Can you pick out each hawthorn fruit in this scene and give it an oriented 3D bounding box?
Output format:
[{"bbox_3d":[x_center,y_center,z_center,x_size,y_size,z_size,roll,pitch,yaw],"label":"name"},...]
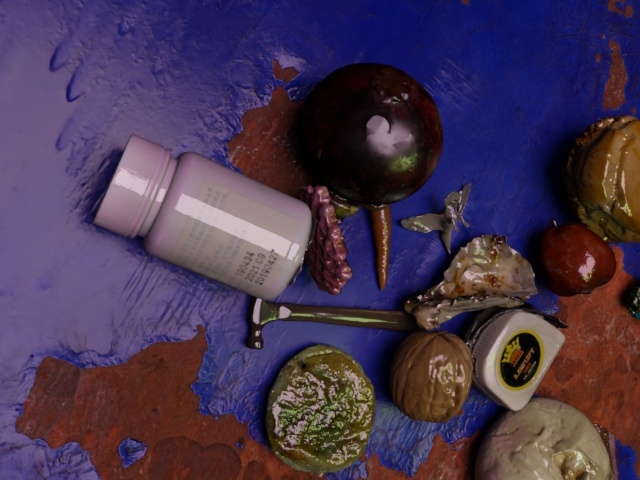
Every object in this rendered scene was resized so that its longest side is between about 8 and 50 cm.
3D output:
[{"bbox_3d":[0.629,0.037,1.802,0.185,0.185,0.202,-26,84,-23],"label":"hawthorn fruit"}]

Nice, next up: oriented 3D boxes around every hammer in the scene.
[{"bbox_3d":[0.048,0.171,1.596,0.439,0.044,0.169,8,88,-25],"label":"hammer"}]

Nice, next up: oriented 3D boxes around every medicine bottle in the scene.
[{"bbox_3d":[-0.218,-0.043,1.371,0.378,0.213,0.214,24,79,-18],"label":"medicine bottle"}]

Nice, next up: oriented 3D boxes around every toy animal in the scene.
[{"bbox_3d":[0.300,-0.035,1.688,0.219,0.095,0.155,-20,94,-23],"label":"toy animal"}]

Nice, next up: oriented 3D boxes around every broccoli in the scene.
[{"bbox_3d":[0.925,0.171,1.948,0.154,0.160,0.167,-43,120,9],"label":"broccoli"}]

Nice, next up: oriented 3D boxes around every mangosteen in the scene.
[{"bbox_3d":[0.093,-0.200,1.518,0.305,0.360,0.306,11,52,-15],"label":"mangosteen"}]

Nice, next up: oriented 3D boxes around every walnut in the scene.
[{"bbox_3d":[0.246,0.306,1.609,0.213,0.213,0.214,0,90,-25],"label":"walnut"}]

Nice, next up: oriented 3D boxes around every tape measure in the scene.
[{"bbox_3d":[0.455,0.244,1.738,0.231,0.133,0.271,44,78,-28],"label":"tape measure"}]

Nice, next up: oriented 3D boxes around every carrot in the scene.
[{"bbox_3d":[0.140,0.009,1.642,0.048,0.048,0.216,-6,98,-25],"label":"carrot"}]

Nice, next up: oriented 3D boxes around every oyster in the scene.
[{"bbox_3d":[0.354,0.115,1.663,0.336,0.198,0.133,-24,143,-30],"label":"oyster"}]

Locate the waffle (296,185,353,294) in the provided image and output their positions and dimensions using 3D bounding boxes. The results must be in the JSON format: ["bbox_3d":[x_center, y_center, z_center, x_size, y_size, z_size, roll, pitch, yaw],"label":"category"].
[{"bbox_3d":[0.000,0.000,1.476,0.055,0.221,0.235,-17,89,-17],"label":"waffle"}]

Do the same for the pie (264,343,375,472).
[{"bbox_3d":[0.005,0.368,1.554,0.276,0.078,0.277,0,91,-27],"label":"pie"}]

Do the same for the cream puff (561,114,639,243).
[{"bbox_3d":[0.744,-0.151,1.822,0.342,0.231,0.327,-3,96,-32],"label":"cream puff"}]

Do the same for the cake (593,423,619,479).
[{"bbox_3d":[0.723,0.639,1.898,0.115,0.112,0.296,23,68,-29],"label":"cake"}]

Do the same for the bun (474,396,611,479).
[{"bbox_3d":[0.550,0.565,1.736,0.360,0.213,0.362,1,87,-24],"label":"bun"}]
